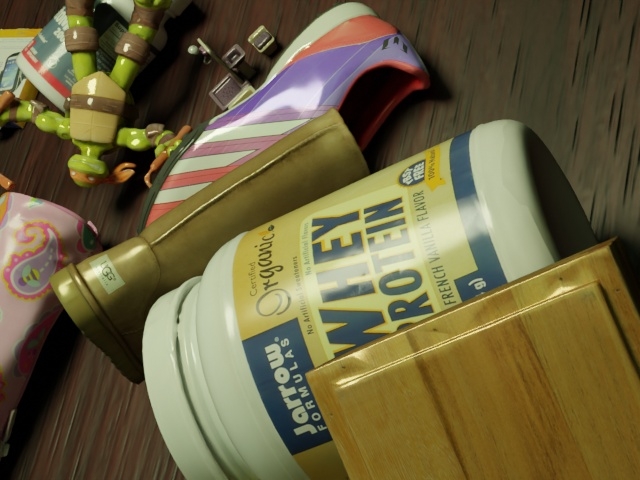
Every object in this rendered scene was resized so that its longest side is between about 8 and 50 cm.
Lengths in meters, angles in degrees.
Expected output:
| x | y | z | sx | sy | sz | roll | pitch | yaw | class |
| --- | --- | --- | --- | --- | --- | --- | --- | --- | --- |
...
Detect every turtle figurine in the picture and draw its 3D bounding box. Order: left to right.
| x | y | z | sx | sy | sz | roll | pitch | yaw | class |
| --- | --- | --- | --- | --- | --- | --- | --- | --- | --- |
| -0.208 | -0.141 | 1.251 | 0.269 | 0.087 | 0.217 | 11 | 91 | 9 | turtle figurine |

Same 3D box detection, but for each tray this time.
| x | y | z | sx | sy | sz | roll | pitch | yaw | class |
| --- | --- | --- | --- | --- | --- | --- | --- | --- | --- |
| 0.167 | 0.227 | 0.744 | 0.203 | 0.076 | 0.411 | -25 | 87 | 19 | tray |

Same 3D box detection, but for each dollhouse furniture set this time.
| x | y | z | sx | sy | sz | roll | pitch | yaw | class |
| --- | --- | --- | --- | --- | --- | --- | --- | --- | --- |
| -0.074 | -0.164 | 1.225 | 0.091 | 0.081 | 0.114 | -44 | 51 | 5 | dollhouse furniture set |

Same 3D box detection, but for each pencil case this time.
| x | y | z | sx | sy | sz | roll | pitch | yaw | class |
| --- | --- | --- | --- | --- | --- | --- | --- | --- | --- |
| -0.319 | 0.093 | 1.224 | 0.124 | 0.124 | 0.284 | 14 | 74 | 36 | pencil case |

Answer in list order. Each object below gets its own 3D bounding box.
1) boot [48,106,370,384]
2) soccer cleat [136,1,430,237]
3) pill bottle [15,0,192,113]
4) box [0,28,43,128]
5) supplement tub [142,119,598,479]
| x | y | z | sx | sy | sz | roll | pitch | yaw | class |
| --- | --- | --- | --- | --- | --- | --- | --- | --- | --- |
| -0.081 | 0.013 | 1.087 | 0.269 | 0.236 | 0.089 | -32 | 77 | -5 | boot |
| -0.038 | -0.080 | 1.145 | 0.318 | 0.108 | 0.116 | -45 | 51 | 0 | soccer cleat |
| -0.229 | -0.222 | 1.336 | 0.180 | 0.108 | 0.108 | -46 | 51 | 3 | pill bottle |
| -0.363 | -0.183 | 1.452 | 0.081 | 0.028 | 0.136 | 7 | 72 | 34 | box |
| 0.050 | 0.070 | 0.930 | 0.316 | 0.228 | 0.228 | -24 | 55 | 19 | supplement tub |
